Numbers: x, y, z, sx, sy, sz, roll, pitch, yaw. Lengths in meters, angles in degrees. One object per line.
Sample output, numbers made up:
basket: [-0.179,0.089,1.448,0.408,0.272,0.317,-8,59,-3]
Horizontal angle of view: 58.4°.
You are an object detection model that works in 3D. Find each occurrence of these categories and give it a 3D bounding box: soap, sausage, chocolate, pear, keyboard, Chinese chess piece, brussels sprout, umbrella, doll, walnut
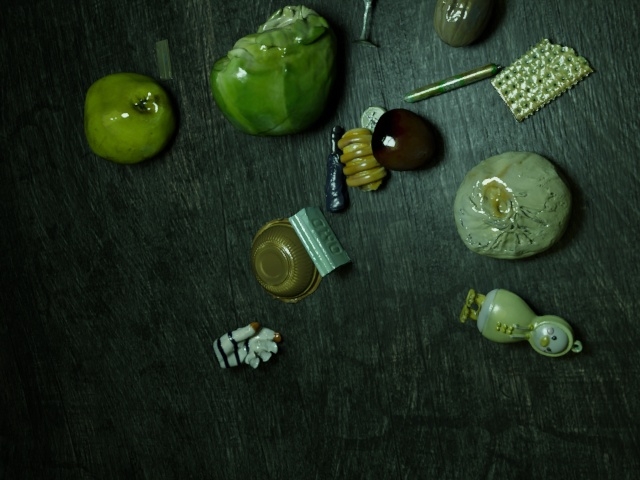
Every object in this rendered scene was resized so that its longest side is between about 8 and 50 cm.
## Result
soap: [0.000,0.000,1.671,0.063,0.114,0.198,-35,82,27]
sausage: [0.333,-0.404,1.478,0.269,0.033,0.033,-13,91,29]
chocolate: [0.220,-0.256,1.500,0.176,0.176,0.177,4,100,27]
pear: [-0.640,-0.385,1.872,0.375,0.287,0.288,-14,91,43]
keyboard: [-0.522,-0.601,1.913,0.049,0.015,0.129,-4,95,23]
Chinese chess piece: [0.152,-0.330,1.585,0.084,0.034,0.084,5,101,27]
brussels sprout: [-0.117,-0.452,1.569,0.371,0.315,0.276,-49,42,-10]
umbrella: [0.047,-0.203,1.651,0.070,0.071,0.248,3,95,28]
doll: [0.503,0.211,1.433,0.296,0.117,0.141,23,114,24]
walnut: [0.347,-0.556,1.393,0.140,0.140,0.162,37,103,18]

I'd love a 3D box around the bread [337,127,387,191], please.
bread: [0.111,-0.222,1.585,0.119,0.084,0.177,-10,104,33]

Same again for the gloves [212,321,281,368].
gloves: [-0.231,0.339,1.853,0.218,0.131,0.140,-17,87,-2]

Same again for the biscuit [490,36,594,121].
biscuit: [0.527,-0.398,1.385,0.203,0.016,0.144,-37,80,28]

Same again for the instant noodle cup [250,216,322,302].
instant noodle cup: [-0.128,0.066,1.762,0.273,0.090,0.274,5,100,28]

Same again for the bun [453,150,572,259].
bun: [0.462,-0.082,1.396,0.287,0.146,0.287,4,99,25]

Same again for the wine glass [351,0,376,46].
wine glass: [0.132,-0.657,1.530,0.074,0.074,0.262,12,102,26]
